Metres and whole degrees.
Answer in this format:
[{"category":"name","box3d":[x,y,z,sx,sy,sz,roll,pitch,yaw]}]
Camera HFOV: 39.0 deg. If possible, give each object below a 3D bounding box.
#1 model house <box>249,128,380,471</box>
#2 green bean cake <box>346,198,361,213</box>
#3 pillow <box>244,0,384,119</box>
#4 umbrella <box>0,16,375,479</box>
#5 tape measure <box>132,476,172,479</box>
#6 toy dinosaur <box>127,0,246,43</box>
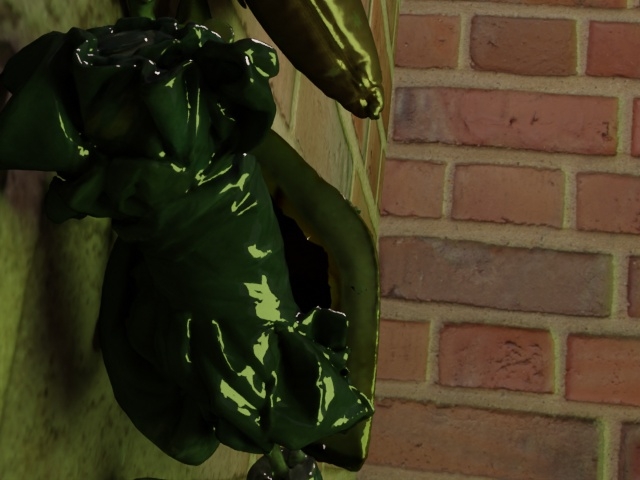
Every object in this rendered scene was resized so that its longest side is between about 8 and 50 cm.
[{"category":"model house","box3d":[-0.029,0.058,0.758,0.239,0.173,0.268,71,23,-70]},{"category":"green bean cake","box3d":[0.000,0.000,1.154,0.208,0.107,0.193,82,16,-49]},{"category":"pillow","box3d":[-0.029,-0.220,0.699,0.223,0.084,0.236,60,6,-36]},{"category":"umbrella","box3d":[-0.058,0.044,0.505,0.094,0.143,0.349,-62,146,-49]},{"category":"tape measure","box3d":[-0.096,0.304,0.613,0.246,0.125,0.243,-75,166,-54]},{"category":"toy dinosaur","box3d":[-0.092,-0.096,0.606,0.147,0.076,0.363,97,-6,-64]}]
